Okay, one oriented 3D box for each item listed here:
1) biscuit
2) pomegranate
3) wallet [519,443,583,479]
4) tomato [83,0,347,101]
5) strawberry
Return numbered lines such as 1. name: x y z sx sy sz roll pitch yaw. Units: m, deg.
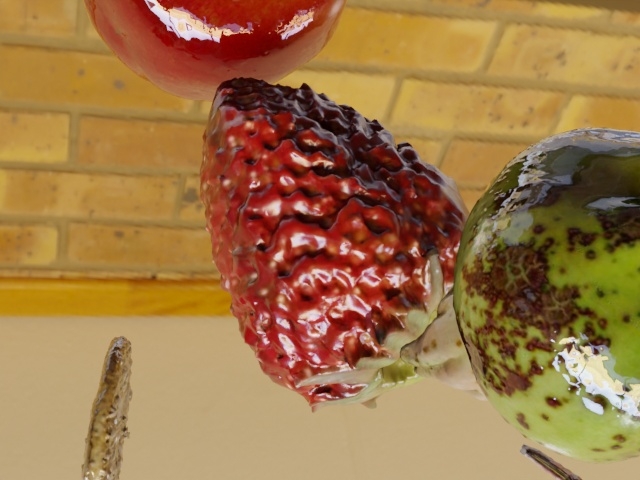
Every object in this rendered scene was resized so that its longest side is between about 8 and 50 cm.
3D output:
1. biscuit: -0.207 0.200 0.940 0.033 0.220 0.220 6 -135 -6
2. pomegranate: 0.160 0.034 0.669 0.277 0.204 0.222 0 -147 40
3. wallet: 0.332 0.309 1.155 0.196 0.020 0.103 36 175 -23
4. tomato: -0.132 -0.332 1.159 0.290 0.293 0.325 -39 -73 -21
5. strawberry: -0.001 0.002 1.001 0.292 0.292 0.343 -22 -124 -34
